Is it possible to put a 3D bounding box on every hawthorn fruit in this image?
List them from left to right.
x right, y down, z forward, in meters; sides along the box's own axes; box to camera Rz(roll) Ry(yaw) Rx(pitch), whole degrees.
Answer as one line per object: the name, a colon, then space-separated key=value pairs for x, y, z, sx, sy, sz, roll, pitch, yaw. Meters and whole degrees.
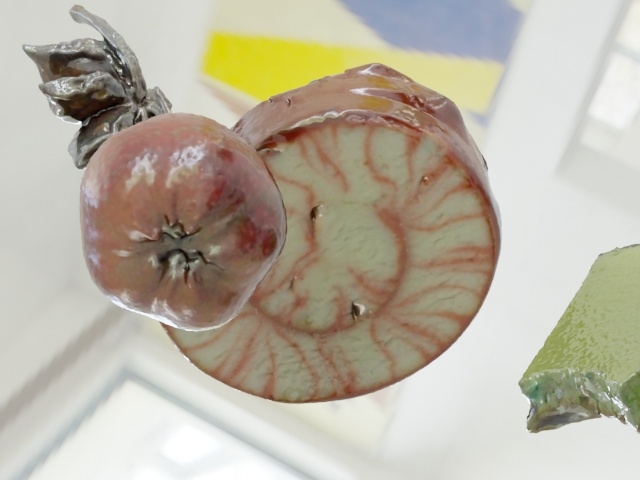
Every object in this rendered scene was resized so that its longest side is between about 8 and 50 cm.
hawthorn fruit: x=-0.102 y=-0.029 z=1.421 sx=0.203 sy=0.163 sz=0.162 roll=-88 pitch=17 yaw=-67

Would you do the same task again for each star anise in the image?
star anise: x=-0.205 y=-0.139 z=1.865 sx=0.089 sy=0.231 sz=0.209 roll=-29 pitch=-7 yaw=18

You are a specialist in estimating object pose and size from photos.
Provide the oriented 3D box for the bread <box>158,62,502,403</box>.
bread: x=0.004 y=0.001 z=1.751 sx=0.295 sy=0.328 sz=0.114 roll=60 pitch=-170 yaw=-28

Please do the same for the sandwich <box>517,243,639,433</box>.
sandwich: x=0.281 y=0.065 z=1.438 sx=0.245 sy=0.063 sz=0.212 roll=-19 pitch=23 yaw=43
